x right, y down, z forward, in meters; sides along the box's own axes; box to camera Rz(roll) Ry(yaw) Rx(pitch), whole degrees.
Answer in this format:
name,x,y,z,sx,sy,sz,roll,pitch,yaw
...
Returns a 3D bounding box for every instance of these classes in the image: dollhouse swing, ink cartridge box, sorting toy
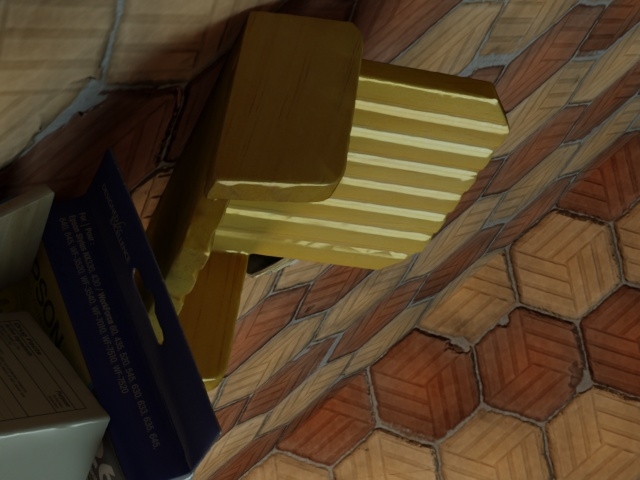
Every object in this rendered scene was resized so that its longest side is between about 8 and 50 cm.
name,x,y,z,sx,sy,sz,roll,pitch,yaw
dollhouse swing,0.000,0.000,1.383,0.347,0.304,0.315,123,-18,-45
ink cartridge box,-0.213,0.127,1.285,0.072,0.304,0.307,-8,147,-29
sorting toy,-0.308,0.012,1.216,0.132,0.046,0.274,-30,161,-36

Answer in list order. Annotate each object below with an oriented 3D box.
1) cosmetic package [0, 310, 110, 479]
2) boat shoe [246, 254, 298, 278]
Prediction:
name,x,y,z,sx,sy,sz,roll,pitch,yaw
cosmetic package,-0.349,0.154,1.137,0.309,0.160,0.113,-2,125,-43
boat shoe,-0.038,-0.033,1.629,0.103,0.113,0.302,-42,167,-20
